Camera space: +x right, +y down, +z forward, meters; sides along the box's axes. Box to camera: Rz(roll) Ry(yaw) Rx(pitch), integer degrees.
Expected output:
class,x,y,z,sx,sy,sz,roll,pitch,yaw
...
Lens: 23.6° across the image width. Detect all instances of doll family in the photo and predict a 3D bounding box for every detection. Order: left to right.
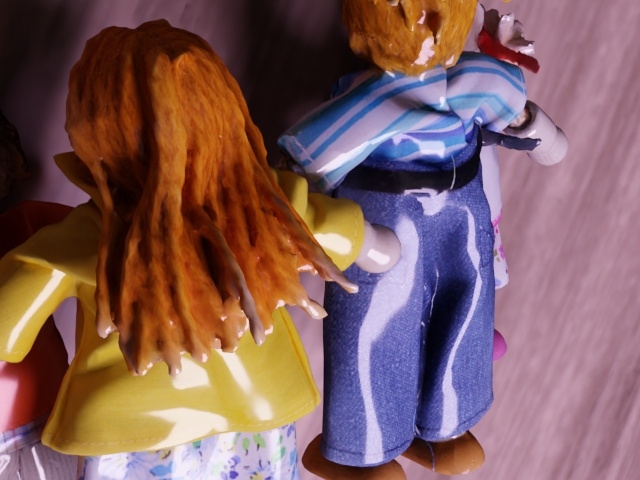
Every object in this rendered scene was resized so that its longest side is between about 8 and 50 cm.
class,x,y,z,sx,sy,sz,roll,pitch,yaw
doll family,0.000,0.000,0.409,0.263,0.118,0.163,-23,121,-37
